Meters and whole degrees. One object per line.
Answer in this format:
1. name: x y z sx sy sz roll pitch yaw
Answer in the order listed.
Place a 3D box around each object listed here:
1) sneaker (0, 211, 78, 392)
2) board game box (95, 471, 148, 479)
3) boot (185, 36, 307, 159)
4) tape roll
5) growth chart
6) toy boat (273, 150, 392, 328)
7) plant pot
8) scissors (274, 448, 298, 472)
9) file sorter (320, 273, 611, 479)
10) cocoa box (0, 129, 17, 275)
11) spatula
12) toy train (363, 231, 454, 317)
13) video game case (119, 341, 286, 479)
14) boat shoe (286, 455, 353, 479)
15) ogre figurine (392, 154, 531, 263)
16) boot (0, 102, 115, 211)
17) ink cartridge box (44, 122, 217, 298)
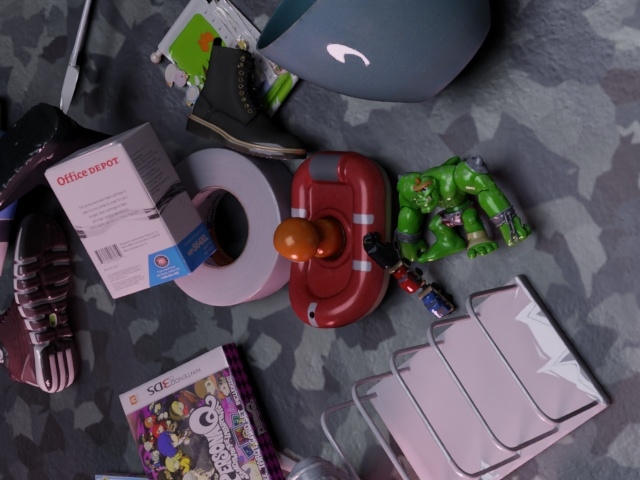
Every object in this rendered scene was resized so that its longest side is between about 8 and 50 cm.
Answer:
1. sneaker: -0.476 0.098 1.997 0.162 0.106 0.281 -1 94 36
2. board game box: -0.274 0.408 1.937 0.154 0.026 0.103 -3 92 33
3. boot: -0.093 -0.190 1.720 0.198 0.077 0.137 20 101 30
4. tape roll: -0.125 -0.021 1.778 0.219 0.072 0.219 4 97 33
5. growth chart: -0.135 -0.246 1.796 0.237 0.021 0.172 44 116 23
6. toy boat: 0.000 0.000 1.644 0.151 0.151 0.231 5 96 42
7. plant pot: 0.089 -0.278 1.525 0.195 0.290 0.290 39 119 -14
8. scissors: -0.082 0.293 1.807 0.297 0.021 0.109 4 94 34
9. file sorter: 0.165 0.205 1.552 0.278 0.173 0.193 -42 72 29
10. cocoa box: -0.658 -0.102 1.947 0.347 0.231 0.228 24 103 32
11. spatula: -0.351 -0.302 1.873 0.019 0.168 0.242 15 102 -12
12. toy train: 0.112 0.047 1.608 0.158 0.036 0.027 41 119 -19
13. video game case: -0.170 0.291 1.827 0.210 0.042 0.232 -27 78 29
14. boat shoe: 0.000 0.329 1.608 0.118 0.320 0.103 -24 79 -3
15. ogre figurine: 0.161 -0.038 1.584 0.197 0.097 0.118 -3 107 65
16. boot: -0.404 -0.082 1.850 0.246 0.207 0.094 -40 62 12
17. ink cartridge box: -0.257 -0.040 1.728 0.148 0.086 0.203 -17 107 33
